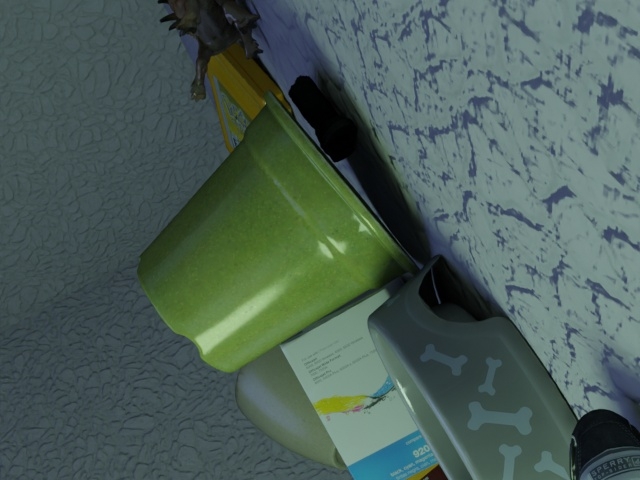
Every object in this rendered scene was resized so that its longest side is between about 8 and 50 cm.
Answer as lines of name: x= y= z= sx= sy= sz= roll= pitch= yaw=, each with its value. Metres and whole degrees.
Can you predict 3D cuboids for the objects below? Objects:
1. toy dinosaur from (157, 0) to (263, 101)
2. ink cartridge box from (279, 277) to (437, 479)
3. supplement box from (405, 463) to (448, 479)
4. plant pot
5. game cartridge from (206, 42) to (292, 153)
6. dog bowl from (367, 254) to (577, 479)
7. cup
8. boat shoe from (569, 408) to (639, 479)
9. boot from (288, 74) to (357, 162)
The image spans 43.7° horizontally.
toy dinosaur: x=-0.178 y=-0.352 z=1.181 sx=0.295 sy=0.127 sz=0.200 roll=84 pitch=163 yaw=-65
ink cartridge box: x=0.085 y=0.190 z=1.101 sx=0.232 sy=0.168 sz=0.171 roll=60 pitch=-169 yaw=3
supplement box: x=0.216 y=0.409 z=1.313 sx=0.194 sy=0.129 sz=0.191 roll=52 pitch=176 yaw=-1
plant pot: x=-0.066 y=0.011 z=0.945 sx=0.276 sy=0.254 sz=0.276 roll=49 pitch=-174 yaw=-6
game cartridge: x=-0.124 y=-0.211 z=1.477 sx=0.285 sy=0.053 sz=0.323 roll=51 pitch=164 yaw=34
dog bowl: x=0.166 y=0.190 z=0.838 sx=0.348 sy=0.102 sz=0.349 roll=59 pitch=176 yaw=7
cup: x=0.026 y=0.321 z=1.624 sx=0.237 sy=0.331 sz=0.331 roll=44 pitch=166 yaw=41
boat shoe: x=0.219 y=0.206 z=0.560 sx=0.076 sy=0.080 sz=0.228 roll=-95 pitch=-22 yaw=-56
boot: x=0.000 y=-0.148 z=0.923 sx=0.099 sy=0.045 sz=0.121 roll=59 pitch=180 yaw=10
